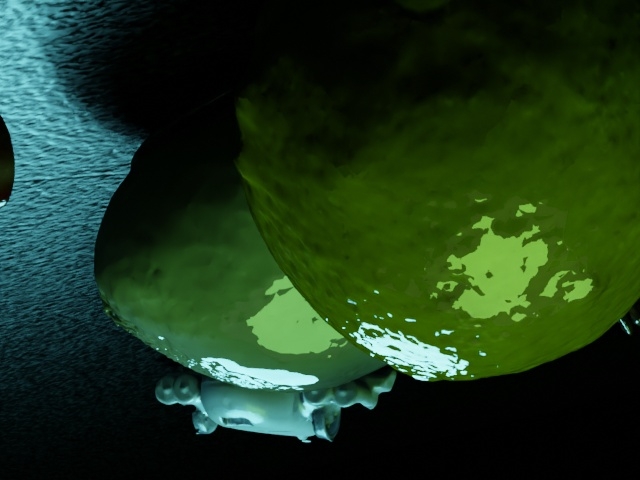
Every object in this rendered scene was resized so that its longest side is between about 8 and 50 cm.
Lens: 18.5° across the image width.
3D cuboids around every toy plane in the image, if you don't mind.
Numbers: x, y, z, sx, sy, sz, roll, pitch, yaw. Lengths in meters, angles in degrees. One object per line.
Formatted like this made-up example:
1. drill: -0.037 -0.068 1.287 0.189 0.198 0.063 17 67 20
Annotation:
1. toy plane: -0.044 0.150 2.027 0.252 0.118 0.252 1 175 0

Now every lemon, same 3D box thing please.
1. lemon: 0.073 -0.046 0.996 0.233 0.233 0.288 -17 152 3

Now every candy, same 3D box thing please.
1. candy: 0.000 0.000 1.242 0.295 0.185 0.295 -17 163 -5

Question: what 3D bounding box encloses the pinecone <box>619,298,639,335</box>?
1. pinecone: 0.250 -0.031 1.475 0.204 0.179 0.184 -33 -169 -2

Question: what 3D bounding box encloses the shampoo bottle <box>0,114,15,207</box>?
1. shampoo bottle: -0.287 -0.030 1.004 0.260 0.064 0.102 -9 165 -34
